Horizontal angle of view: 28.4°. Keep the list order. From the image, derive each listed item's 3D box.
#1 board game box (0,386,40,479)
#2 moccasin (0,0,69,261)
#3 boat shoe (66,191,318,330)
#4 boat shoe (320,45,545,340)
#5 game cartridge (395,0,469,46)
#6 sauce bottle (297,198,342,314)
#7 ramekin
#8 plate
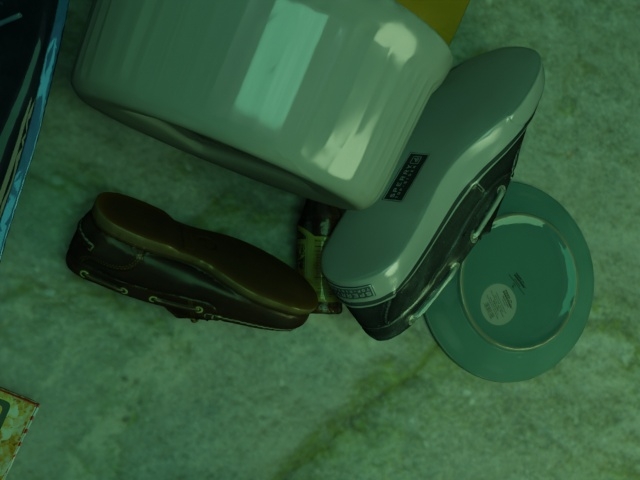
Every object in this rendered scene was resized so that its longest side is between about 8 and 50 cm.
[{"bbox_3d":[-0.330,0.152,0.946,0.193,0.045,0.147,27,78,-19],"label":"board game box"},{"bbox_3d":[-0.267,-0.095,0.934,0.117,0.138,0.342,16,81,-17],"label":"moccasin"},{"bbox_3d":[-0.105,0.029,1.038,0.207,0.073,0.073,25,117,-17],"label":"boat shoe"},{"bbox_3d":[0.114,-0.043,1.112,0.301,0.108,0.102,-56,136,-26],"label":"boat shoe"},{"bbox_3d":[0.038,-0.336,1.119,0.285,0.052,0.324,30,75,-19],"label":"game cartridge"},{"bbox_3d":[0.000,0.000,1.092,0.042,0.042,0.128,2,85,-22],"label":"sauce bottle"},{"bbox_3d":[-0.051,-0.126,0.957,0.277,0.277,0.135,23,88,-20],"label":"ramekin"},{"bbox_3d":[0.180,0.038,1.174,0.188,0.024,0.188,1,88,-23],"label":"plate"}]
